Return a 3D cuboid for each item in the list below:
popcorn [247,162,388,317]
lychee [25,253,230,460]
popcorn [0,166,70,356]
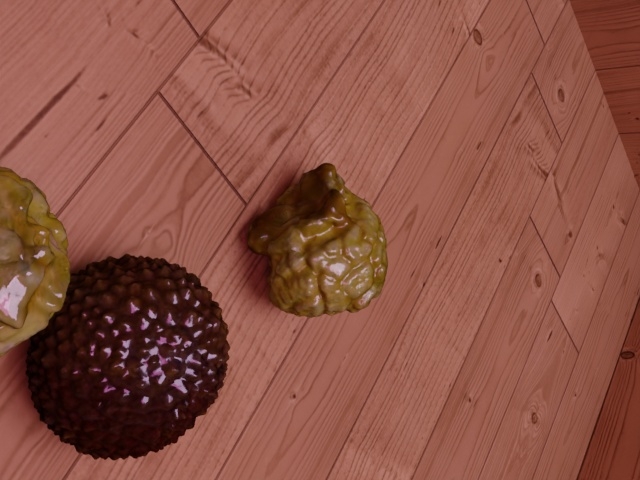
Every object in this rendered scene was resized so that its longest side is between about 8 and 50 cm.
[{"bbox_3d":[0.000,0.000,1.388,0.236,0.205,0.252,-12,90,-33],"label":"popcorn"},{"bbox_3d":[-0.237,0.150,1.080,0.267,0.267,0.268,-4,95,-49],"label":"lychee"},{"bbox_3d":[-0.395,0.021,0.931,0.259,0.212,0.259,-3,94,-56],"label":"popcorn"}]
